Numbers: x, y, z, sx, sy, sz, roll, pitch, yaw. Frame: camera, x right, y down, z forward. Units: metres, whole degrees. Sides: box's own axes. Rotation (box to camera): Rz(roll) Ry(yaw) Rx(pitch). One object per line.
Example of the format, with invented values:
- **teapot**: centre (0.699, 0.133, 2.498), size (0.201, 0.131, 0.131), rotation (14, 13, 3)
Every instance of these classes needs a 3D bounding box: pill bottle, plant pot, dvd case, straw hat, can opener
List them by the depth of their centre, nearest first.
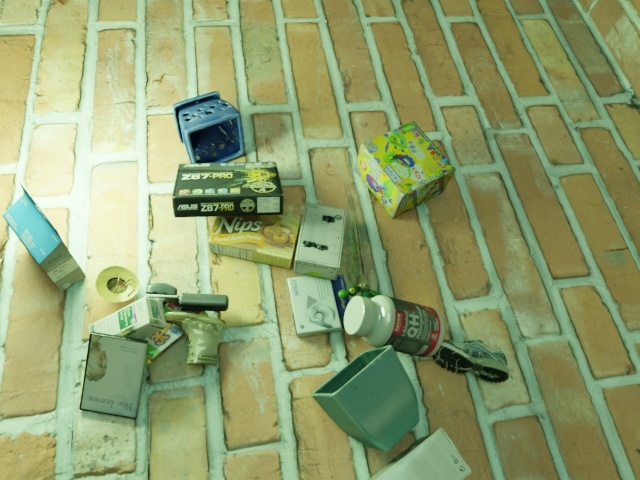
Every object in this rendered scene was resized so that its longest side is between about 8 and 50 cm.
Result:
- **dvd case**: centre (-0.648, 0.423, 1.606), size (0.180, 0.022, 0.253), rotation (10, 95, -2)
- **plant pot**: centre (0.164, 0.516, 1.625), size (0.247, 0.247, 0.252), rotation (-34, 86, -23)
- **pill bottle**: centre (0.246, 0.284, 1.736), size (0.318, 0.176, 0.176), rotation (16, 58, -24)
- **can opener**: centre (-0.459, 0.190, 1.772), size (0.283, 0.076, 0.095), rotation (3, 60, -9)
- **straw hat**: centre (-0.714, 0.163, 1.798), size (0.144, 0.061, 0.145), rotation (10, 63, -21)
- **plant pot**: centre (-0.463, -0.456, 2.087), size (0.236, 0.236, 0.212), rotation (-25, 60, -19)

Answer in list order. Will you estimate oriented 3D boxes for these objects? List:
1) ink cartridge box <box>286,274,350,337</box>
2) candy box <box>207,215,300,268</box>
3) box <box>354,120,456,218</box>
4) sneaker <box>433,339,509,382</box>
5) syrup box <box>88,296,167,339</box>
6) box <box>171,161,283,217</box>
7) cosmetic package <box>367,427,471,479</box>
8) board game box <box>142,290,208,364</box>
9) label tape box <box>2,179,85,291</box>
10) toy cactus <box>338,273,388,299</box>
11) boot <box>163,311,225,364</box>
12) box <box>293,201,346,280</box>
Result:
- **ink cartridge box**: centre (0.004, 0.228, 1.865), size (0.223, 0.045, 0.223), rotation (-7, 62, -12)
- **candy box**: centre (-0.247, -0.020, 1.945), size (0.316, 0.087, 0.183), rotation (12, 59, 0)
- **box**: centre (0.343, -0.296, 2.127), size (0.279, 0.177, 0.290), rotation (-26, 68, -20)
- **sneaker**: centre (0.526, 0.406, 1.819), size (0.283, 0.110, 0.122), rotation (21, 43, 1)
- **syrup box**: centre (-0.627, 0.279, 1.668), size (0.236, 0.096, 0.093), rotation (-26, 64, 13)
- **box**: centre (-0.349, -0.199, 1.954), size (0.394, 0.097, 0.318), rotation (-2, 29, -8)
- **cosmetic package**: centre (0.230, 0.744, 1.513), size (0.385, 0.217, 0.156), rotation (-27, 68, -23)
- **board game box**: centre (-0.529, 0.298, 1.764), size (0.124, 0.039, 0.259), rotation (43, 67, 15)
- **label tape box**: centre (-0.932, -0.005, 1.705), size (0.106, 0.334, 0.240), rotation (-37, 71, -24)
- **toy cactus**: centre (0.164, 0.203, 1.878), size (0.218, 0.112, 0.180), rotation (7, 37, -8)
- **boot**: centre (-0.437, 0.329, 1.712), size (0.213, 0.077, 0.165), rotation (12, 72, -15)
- **box**: centre (0.000, 0.000, 1.942), size (0.169, 0.087, 0.290), rotation (9, 50, -3)
